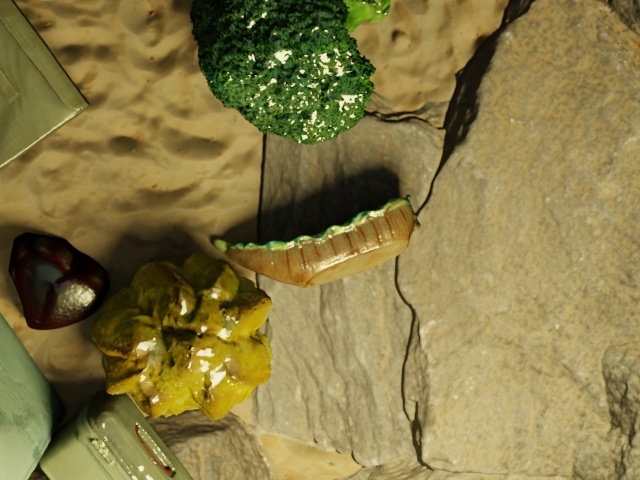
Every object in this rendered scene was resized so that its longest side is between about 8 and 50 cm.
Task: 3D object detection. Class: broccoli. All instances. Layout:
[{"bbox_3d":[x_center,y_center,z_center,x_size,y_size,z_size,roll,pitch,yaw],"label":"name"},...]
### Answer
[{"bbox_3d":[-0.022,-0.271,1.496,0.297,0.298,0.297,-28,103,-33],"label":"broccoli"}]

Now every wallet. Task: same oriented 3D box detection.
[{"bbox_3d":[-0.432,0.184,1.444,0.054,0.290,0.251,-28,102,6],"label":"wallet"}]

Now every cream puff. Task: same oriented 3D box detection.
[{"bbox_3d":[-0.182,0.133,1.548,0.244,0.196,0.244,-6,99,-40],"label":"cream puff"}]

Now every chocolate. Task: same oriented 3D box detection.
[{"bbox_3d":[-0.370,0.063,1.543,0.149,0.080,0.125,38,89,-14],"label":"chocolate"}]

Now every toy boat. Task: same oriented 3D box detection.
[{"bbox_3d":[0.000,0.010,1.600,0.293,0.108,0.099,-14,65,-3],"label":"toy boat"}]

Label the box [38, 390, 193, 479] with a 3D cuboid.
[{"bbox_3d":[-0.278,0.322,1.563,0.129,0.148,0.210,-35,100,4],"label":"box"}]

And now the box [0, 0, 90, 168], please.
[{"bbox_3d":[-0.424,-0.224,1.458,0.149,0.155,0.231,-37,103,-4],"label":"box"}]
